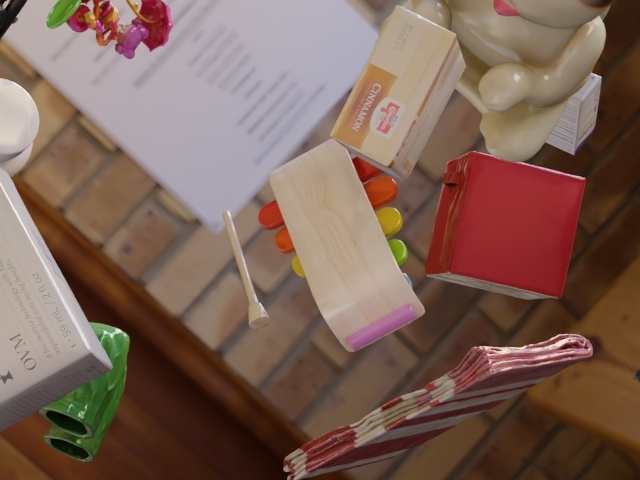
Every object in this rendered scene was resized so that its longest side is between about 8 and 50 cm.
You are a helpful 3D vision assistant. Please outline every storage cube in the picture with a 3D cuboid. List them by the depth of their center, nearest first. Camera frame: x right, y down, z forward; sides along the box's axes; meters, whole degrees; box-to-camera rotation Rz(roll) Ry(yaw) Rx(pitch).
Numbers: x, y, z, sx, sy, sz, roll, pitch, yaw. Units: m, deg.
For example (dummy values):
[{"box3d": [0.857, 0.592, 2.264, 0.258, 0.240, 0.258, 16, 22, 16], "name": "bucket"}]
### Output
[{"box3d": [0.285, -0.019, 2.256, 0.183, 0.214, 0.193, 161, 121, -82], "name": "storage cube"}]

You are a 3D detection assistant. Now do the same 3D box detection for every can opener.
[{"box3d": [-0.456, -0.360, 2.114, 0.073, 0.059, 0.186, 31, 85, 43], "name": "can opener"}]

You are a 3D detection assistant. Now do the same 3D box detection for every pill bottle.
[{"box3d": [-0.413, -0.114, 1.682, 0.221, 0.124, 0.124, -24, 25, 54], "name": "pill bottle"}]

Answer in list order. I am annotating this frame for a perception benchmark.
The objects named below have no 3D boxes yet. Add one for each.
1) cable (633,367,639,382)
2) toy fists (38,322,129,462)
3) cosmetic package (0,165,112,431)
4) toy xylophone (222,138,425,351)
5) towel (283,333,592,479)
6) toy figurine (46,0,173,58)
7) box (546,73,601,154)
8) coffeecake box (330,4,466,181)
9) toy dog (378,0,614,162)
[{"box3d": [0.546, 0.208, 2.030, 0.150, 0.184, 0.047, -33, -38, -43], "name": "cable"}, {"box3d": [-0.311, 0.192, 1.882, 0.279, 0.096, 0.142, 109, -176, -67], "name": "toy fists"}, {"box3d": [-0.343, 0.067, 1.273, 0.224, 0.224, 0.138, -30, -10, -5], "name": "cosmetic package"}, {"box3d": [0.000, 0.000, 1.889, 0.236, 0.081, 0.323, -21, 54, 13], "name": "toy xylophone"}, {"box3d": [0.136, 0.197, 1.686, 0.329, 0.037, 0.237, -33, -20, 34], "name": "towel"}, {"box3d": [-0.291, -0.329, 2.087, 0.130, 0.159, 0.173, 8, 61, 53], "name": "toy figurine"}, {"box3d": [0.401, -0.234, 2.431, 0.072, 0.126, 0.137, -49, -26, -30], "name": "box"}, {"box3d": [0.082, -0.143, 1.439, 0.142, 0.068, 0.185, -62, -9, 2], "name": "coffeecake box"}, {"box3d": [0.291, -0.326, 1.832, 0.395, 0.285, 0.408, -37, -8, -9], "name": "toy dog"}]
